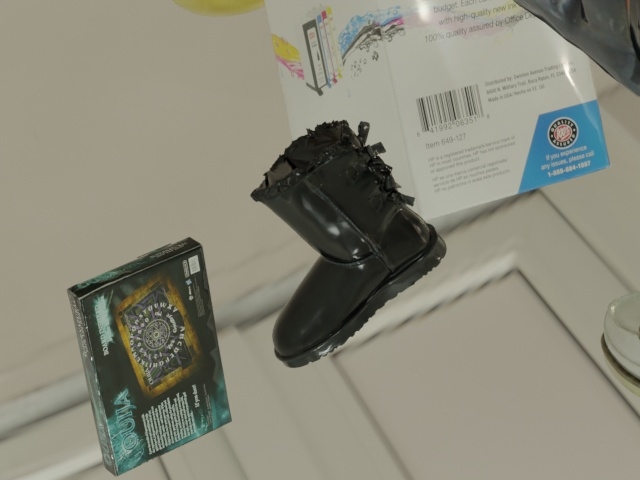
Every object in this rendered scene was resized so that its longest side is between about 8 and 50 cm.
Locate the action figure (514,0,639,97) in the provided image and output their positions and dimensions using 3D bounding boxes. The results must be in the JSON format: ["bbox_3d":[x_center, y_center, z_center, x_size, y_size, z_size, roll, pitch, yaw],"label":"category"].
[{"bbox_3d":[0.079,-0.080,0.504,0.341,0.330,0.178,5,128,-30],"label":"action figure"}]

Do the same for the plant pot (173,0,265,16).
[{"bbox_3d":[-0.066,-0.251,1.596,0.134,0.095,0.134,-11,111,-30],"label":"plant pot"}]

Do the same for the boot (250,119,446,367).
[{"bbox_3d":[0.000,0.000,1.001,0.121,0.045,0.099,-38,120,7],"label":"boot"}]

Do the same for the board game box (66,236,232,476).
[{"bbox_3d":[-0.148,0.103,1.632,0.126,0.026,0.186,-23,121,-28],"label":"board game box"}]

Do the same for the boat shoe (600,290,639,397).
[{"bbox_3d":[0.314,0.079,1.484,0.113,0.302,0.103,-22,110,-16],"label":"boat shoe"}]

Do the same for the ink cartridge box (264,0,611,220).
[{"bbox_3d":[0.076,-0.145,1.348,0.171,0.168,0.232,-15,98,-28],"label":"ink cartridge box"}]
